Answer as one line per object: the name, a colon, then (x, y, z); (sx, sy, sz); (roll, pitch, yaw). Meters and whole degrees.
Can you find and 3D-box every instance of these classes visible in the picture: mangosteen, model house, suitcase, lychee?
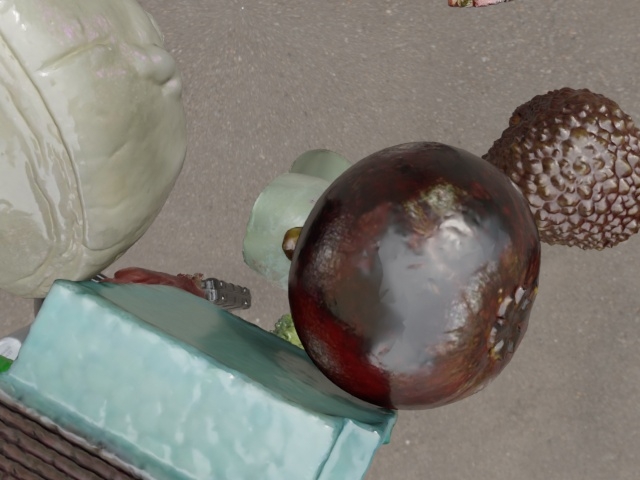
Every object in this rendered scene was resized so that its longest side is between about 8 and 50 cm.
mangosteen: (0.061, 0.022, 0.526); (0.235, 0.261, 0.235); (-21, 122, -38)
model house: (-0.113, 0.198, 0.485); (0.280, 0.230, 0.249); (25, 90, 12)
suitcase: (-0.313, 0.156, 1.509); (0.206, 0.285, 0.066); (-11, 78, 9)
lychee: (0.385, -0.097, 0.882); (0.271, 0.271, 0.271); (-3, 112, -7)

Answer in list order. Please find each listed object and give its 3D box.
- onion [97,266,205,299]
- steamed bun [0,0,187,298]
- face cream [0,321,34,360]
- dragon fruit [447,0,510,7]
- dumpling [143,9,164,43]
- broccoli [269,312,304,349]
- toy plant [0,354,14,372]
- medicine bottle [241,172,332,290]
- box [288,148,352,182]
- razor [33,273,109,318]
onion: (-0.256, 0.145, 0.896); (0.120, 0.283, 0.227); (8, 132, 36)
steamed bun: (-0.277, -0.125, 0.615); (0.236, 0.247, 0.383); (1, 122, 16)
face cream: (-0.574, 0.197, 1.141); (0.084, 0.198, 0.057); (-41, 94, 2)
dragon fruit: (0.213, -0.380, 0.774); (0.102, 0.147, 0.096); (-5, 129, -1)
dumpling: (-0.350, -0.375, 1.034); (0.108, 0.188, 0.127); (-30, 117, 28)
broccoli: (0.016, 0.301, 1.233); (0.281, 0.348, 0.293); (-5, 97, 12)
toy plant: (-0.356, 0.180, 0.606); (0.240, 0.088, 0.154); (15, 109, -9)
medicine bottle: (0.000, 0.000, 0.714); (0.143, 0.147, 0.147); (20, 112, 23)
box: (-0.002, -0.151, 1.795); (0.226, 0.149, 0.226); (8, 135, 8)
razor: (-0.604, 0.185, 1.427); (0.204, 0.113, 0.349); (20, 143, -6)
